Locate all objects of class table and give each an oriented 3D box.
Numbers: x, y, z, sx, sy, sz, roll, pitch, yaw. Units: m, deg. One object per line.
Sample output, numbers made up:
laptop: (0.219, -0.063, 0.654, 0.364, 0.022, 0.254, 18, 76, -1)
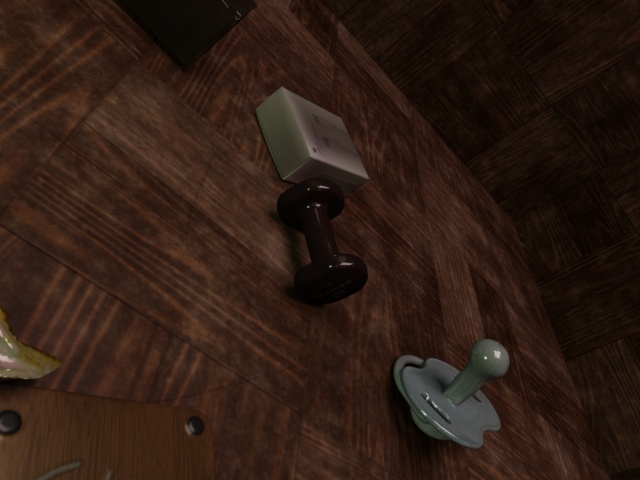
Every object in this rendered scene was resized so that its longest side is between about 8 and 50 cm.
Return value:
table: (-0.272, -0.497, 1.078, 0.193, 0.173, 0.169, 48, 28, -22)

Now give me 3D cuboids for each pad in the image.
pad: (-0.211, 0.288, 0.499, 0.284, 0.018, 0.286, 27, 38, -42)

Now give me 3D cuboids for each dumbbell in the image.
dumbbell: (0.000, 0.000, 1.005, 0.124, 0.141, 0.225, 37, 32, -50)

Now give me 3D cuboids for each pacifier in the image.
pacifier: (0.287, 0.284, 1.067, 0.238, 0.225, 0.287, 49, 21, 29)

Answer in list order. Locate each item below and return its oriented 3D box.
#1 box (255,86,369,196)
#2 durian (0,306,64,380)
box: (-0.017, -0.228, 1.266, 0.252, 0.106, 0.203, 10, 53, -52)
durian: (-0.338, 0.090, 0.456, 0.224, 0.078, 0.140, 42, 17, -45)
